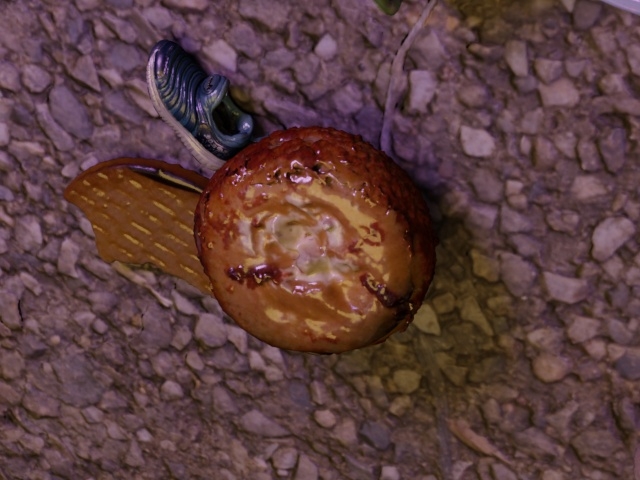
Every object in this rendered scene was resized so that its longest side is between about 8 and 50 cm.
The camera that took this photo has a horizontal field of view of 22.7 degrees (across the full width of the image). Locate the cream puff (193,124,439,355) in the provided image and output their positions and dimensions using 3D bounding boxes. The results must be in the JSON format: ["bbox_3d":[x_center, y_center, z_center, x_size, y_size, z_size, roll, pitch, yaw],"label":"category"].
[{"bbox_3d":[0.001,0.000,1.536,0.240,0.164,0.240,4,108,12],"label":"cream puff"}]

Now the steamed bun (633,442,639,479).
[{"bbox_3d":[0.420,0.221,1.518,0.239,0.152,0.170,-22,104,16],"label":"steamed bun"}]

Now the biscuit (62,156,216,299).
[{"bbox_3d":[-0.151,-0.001,1.675,0.176,0.031,0.228,-28,109,34],"label":"biscuit"}]

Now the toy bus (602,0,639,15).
[{"bbox_3d":[0.267,-0.331,1.254,0.136,0.109,0.329,4,122,31],"label":"toy bus"}]

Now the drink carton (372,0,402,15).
[{"bbox_3d":[0.101,-0.283,1.332,0.142,0.144,0.146,-14,115,22],"label":"drink carton"}]

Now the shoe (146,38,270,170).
[{"bbox_3d":[-0.114,-0.136,1.555,0.071,0.064,0.143,-23,112,33],"label":"shoe"}]
